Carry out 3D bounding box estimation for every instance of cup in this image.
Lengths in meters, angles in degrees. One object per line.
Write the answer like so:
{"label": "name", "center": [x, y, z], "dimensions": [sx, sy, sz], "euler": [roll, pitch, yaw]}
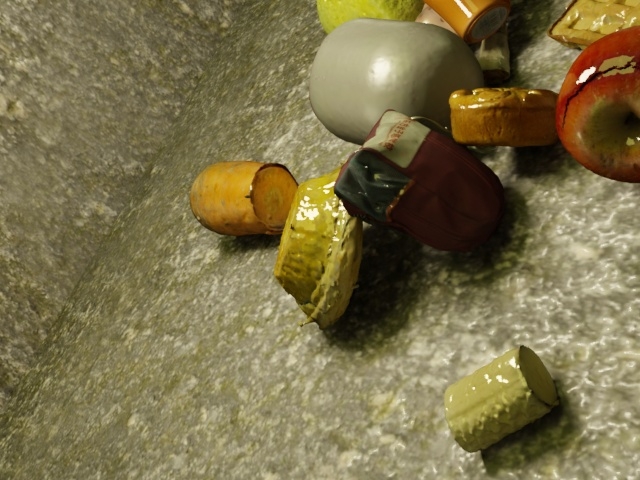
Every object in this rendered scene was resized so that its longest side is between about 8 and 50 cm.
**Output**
{"label": "cup", "center": [0.333, -0.600, 1.962], "dimensions": [0.264, 0.226, 0.182], "euler": [58, 148, 20]}

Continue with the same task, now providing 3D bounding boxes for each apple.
{"label": "apple", "center": [0.522, -0.227, 1.366], "dimensions": [0.272, 0.251, 0.206], "euler": [-40, 9, 50]}

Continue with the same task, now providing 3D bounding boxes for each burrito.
{"label": "burrito", "center": [0.407, -0.445, 1.976], "dimensions": [0.087, 0.060, 0.226], "euler": [-24, 40, 35]}

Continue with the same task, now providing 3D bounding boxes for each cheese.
{"label": "cheese", "center": [0.284, 0.253, 1.335], "dimensions": [0.167, 0.093, 0.123], "euler": [-40, 40, 31]}

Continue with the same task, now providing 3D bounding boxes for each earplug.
{"label": "earplug", "center": [0.187, -0.347, 1.927], "dimensions": [0.313, 0.312, 0.394], "euler": [-54, 29, -3]}

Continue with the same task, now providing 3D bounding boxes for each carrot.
{"label": "carrot", "center": [-0.219, -0.121, 2.372], "dimensions": [0.340, 0.224, 0.224], "euler": [-2, 55, 50]}

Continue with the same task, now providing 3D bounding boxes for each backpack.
{"label": "backpack", "center": [0.208, -0.102, 1.647], "dimensions": [0.197, 0.317, 0.283], "euler": [-62, -3, 39]}

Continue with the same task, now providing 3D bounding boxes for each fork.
{"label": "fork", "center": [0.279, -0.218, 1.757], "dimensions": [0.028, 0.219, 0.034], "euler": [-67, 28, 11]}

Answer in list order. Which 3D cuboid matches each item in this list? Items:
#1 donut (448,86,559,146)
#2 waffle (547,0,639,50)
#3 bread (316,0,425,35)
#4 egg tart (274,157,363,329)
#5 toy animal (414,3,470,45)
{"label": "donut", "center": [0.367, -0.244, 1.652], "dimensions": [0.226, 0.226, 0.114], "euler": [18, 111, 60]}
{"label": "waffle", "center": [0.648, -0.508, 1.675], "dimensions": [0.348, 0.077, 0.304], "euler": [-50, 27, 6]}
{"label": "bread", "center": [0.178, -0.677, 2.316], "dimensions": [0.307, 0.348, 0.348], "euler": [-27, 36, 57]}
{"label": "egg tart", "center": [0.000, 0.000, 1.824], "dimensions": [0.388, 0.169, 0.388], "euler": [-168, 90, -84]}
{"label": "toy animal", "center": [0.340, -0.560, 2.110], "dimensions": [0.250, 0.154, 0.166], "euler": [-34, 41, -2]}
